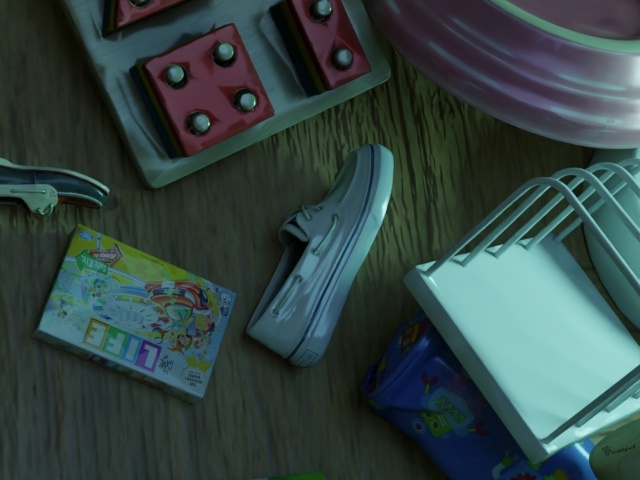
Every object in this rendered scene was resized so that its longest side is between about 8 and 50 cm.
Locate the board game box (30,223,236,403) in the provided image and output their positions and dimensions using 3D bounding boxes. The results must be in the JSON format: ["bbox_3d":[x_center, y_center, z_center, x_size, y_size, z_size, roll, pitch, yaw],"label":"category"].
[{"bbox_3d":[-0.158,0.064,1.396,0.154,0.026,0.103,24,64,-15],"label":"board game box"}]

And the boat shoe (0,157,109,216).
[{"bbox_3d":[-0.249,-0.041,1.380,0.137,0.049,0.043,11,71,-18],"label":"boat shoe"}]

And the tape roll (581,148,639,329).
[{"bbox_3d":[0.411,-0.022,1.648,0.286,0.100,0.286,9,68,-22],"label":"tape roll"}]

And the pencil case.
[{"bbox_3d":[0.169,0.194,1.449,0.306,0.133,0.119,45,18,-4],"label":"pencil case"}]

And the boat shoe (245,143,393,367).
[{"bbox_3d":[0.000,0.000,1.459,0.075,0.083,0.226,27,63,-15],"label":"boat shoe"}]

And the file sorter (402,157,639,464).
[{"bbox_3d":[0.247,0.042,1.422,0.193,0.173,0.277,55,31,15],"label":"file sorter"}]

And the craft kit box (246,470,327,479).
[{"bbox_3d":[-0.068,0.287,1.262,0.246,0.061,0.250,-3,35,-23],"label":"craft kit box"}]

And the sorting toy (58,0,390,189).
[{"bbox_3d":[-0.084,-0.213,1.435,0.257,0.089,0.255,-27,98,-18],"label":"sorting toy"}]

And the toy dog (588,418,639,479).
[{"bbox_3d":[0.194,0.287,1.317,0.220,0.161,0.334,43,96,-3],"label":"toy dog"}]

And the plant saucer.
[{"bbox_3d":[0.210,-0.215,1.543,0.332,0.084,0.332,16,33,-11],"label":"plant saucer"}]
